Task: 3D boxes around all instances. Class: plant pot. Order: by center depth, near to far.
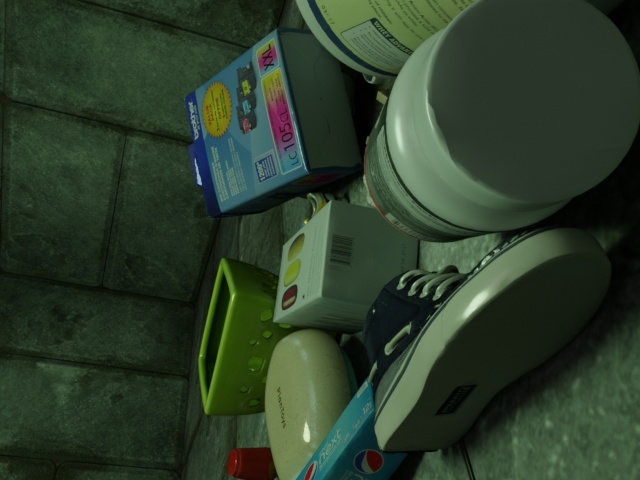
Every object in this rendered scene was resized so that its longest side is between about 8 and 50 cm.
[{"bbox_3d":[-0.096,0.179,1.125,0.228,0.207,0.227,-133,57,-71],"label":"plant pot"}]

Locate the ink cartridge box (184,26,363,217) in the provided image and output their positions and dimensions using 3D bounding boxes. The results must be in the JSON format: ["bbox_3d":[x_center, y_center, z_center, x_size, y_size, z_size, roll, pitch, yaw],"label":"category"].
[{"bbox_3d":[-0.123,-0.205,1.227,0.395,0.151,0.270,-18,82,49],"label":"ink cartridge box"}]

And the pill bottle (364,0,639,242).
[{"bbox_3d":[0.127,-0.084,0.514,0.283,0.161,0.161,115,165,-87],"label":"pill bottle"}]

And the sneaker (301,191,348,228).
[{"bbox_3d":[0.000,0.000,1.142,0.069,0.083,0.186,134,144,-62],"label":"sneaker"}]

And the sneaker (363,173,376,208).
[{"bbox_3d":[0.101,-0.094,0.898,0.170,0.063,0.075,-102,22,-64],"label":"sneaker"}]

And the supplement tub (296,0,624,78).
[{"bbox_3d":[0.137,-0.284,0.543,0.325,0.235,0.235,7,86,61],"label":"supplement tub"}]

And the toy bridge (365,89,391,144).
[{"bbox_3d":[0.115,-0.215,0.963,0.063,0.026,0.188,46,140,38],"label":"toy bridge"}]

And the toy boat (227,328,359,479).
[{"bbox_3d":[-0.025,0.293,0.967,0.318,0.148,0.267,-56,31,37],"label":"toy boat"}]

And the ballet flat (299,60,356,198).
[{"bbox_3d":[0.010,-0.242,1.262,0.123,0.123,0.349,-108,34,-60],"label":"ballet flat"}]

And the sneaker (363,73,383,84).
[{"bbox_3d":[0.117,-0.430,0.966,0.210,0.137,0.366,-101,23,-49],"label":"sneaker"}]

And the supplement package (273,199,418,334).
[{"bbox_3d":[0.029,0.052,0.916,0.244,0.133,0.139,140,139,-65],"label":"supplement package"}]

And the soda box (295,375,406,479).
[{"bbox_3d":[0.036,0.275,0.756,0.210,0.071,0.067,-58,12,19],"label":"soda box"}]

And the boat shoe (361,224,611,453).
[{"bbox_3d":[0.122,0.067,0.592,0.340,0.127,0.158,116,151,-44],"label":"boat shoe"}]
